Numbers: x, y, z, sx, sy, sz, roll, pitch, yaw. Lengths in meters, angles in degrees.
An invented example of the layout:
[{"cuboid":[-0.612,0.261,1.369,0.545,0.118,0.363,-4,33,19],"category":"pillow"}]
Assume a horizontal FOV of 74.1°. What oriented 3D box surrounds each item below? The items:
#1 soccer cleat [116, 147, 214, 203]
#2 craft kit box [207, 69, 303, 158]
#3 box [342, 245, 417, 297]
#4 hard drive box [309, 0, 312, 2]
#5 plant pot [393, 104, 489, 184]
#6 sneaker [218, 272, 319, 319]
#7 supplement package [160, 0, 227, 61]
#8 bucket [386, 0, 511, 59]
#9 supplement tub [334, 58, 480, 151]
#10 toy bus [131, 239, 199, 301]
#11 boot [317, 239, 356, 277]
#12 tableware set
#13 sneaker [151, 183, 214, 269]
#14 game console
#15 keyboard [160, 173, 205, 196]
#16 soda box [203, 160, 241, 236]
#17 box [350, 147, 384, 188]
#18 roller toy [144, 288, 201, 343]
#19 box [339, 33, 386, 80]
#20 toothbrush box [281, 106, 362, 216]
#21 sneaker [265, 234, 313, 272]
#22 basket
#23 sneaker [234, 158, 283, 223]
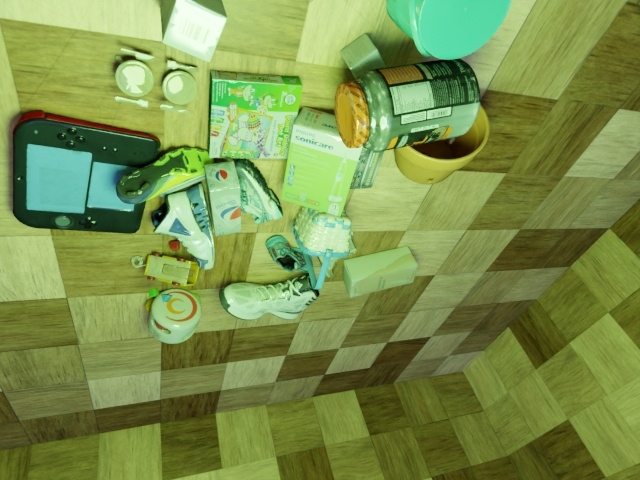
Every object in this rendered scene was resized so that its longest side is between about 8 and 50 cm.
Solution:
[{"cuboid":[-0.453,-0.191,1.241,0.289,0.093,0.121,-29,180,-23],"category":"soccer cleat"},{"cuboid":[-0.193,-0.349,1.215,0.246,0.061,0.250,-6,139,-21],"category":"craft kit box"},{"cuboid":[0.265,0.141,1.921,0.311,0.121,0.148,-13,141,-9],"category":"box"},{"cuboid":[-0.038,-0.667,0.886,0.181,0.089,0.232,-39,137,20],"category":"hard drive box"},{"cuboid":[0.351,-0.314,1.338,0.290,0.291,0.203,-14,158,-8],"category":"plant pot"},{"cuboid":[-0.183,0.202,1.757,0.257,0.169,0.447,-40,146,29],"category":"sneaker"},{"cuboid":[-0.277,-0.489,0.914,0.105,0.179,0.105,11,132,-33],"category":"supplement package"},{"cuboid":[0.312,-0.599,1.040,0.281,0.183,0.281,-12,140,-10],"category":"bucket"},{"cuboid":[0.221,-0.351,1.113,0.337,0.207,0.207,-13,140,-13],"category":"supplement tub"},{"cuboid":[-0.543,0.105,1.539,0.191,0.202,0.104,-33,170,5],"category":"toy bus"},{"cuboid":[0.074,0.064,1.788,0.165,0.077,0.213,-22,138,-1],"category":"boot"},{"cuboid":[-0.413,-0.400,1.072,0.194,0.039,0.128,2,124,-33],"category":"tableware set"},{"cuboid":[-0.456,-0.045,1.410,0.182,0.127,0.316,-7,132,-10],"category":"sneaker"},{"cuboid":[-0.669,-0.168,1.212,0.341,0.060,0.387,8,134,-30],"category":"game console"},{"cuboid":[-0.392,-0.187,1.310,0.256,0.014,0.072,-23,-176,2],"category":"keyboard"},{"cuboid":[-0.303,-0.122,1.332,0.091,0.098,0.286,-12,156,-16],"category":"soda box"},{"cuboid":[0.112,-0.276,1.426,0.183,0.056,0.231,-5,139,-18],"category":"box"},{"cuboid":[-0.583,0.304,1.686,0.209,0.191,0.146,6,135,-29],"category":"roller toy"},{"cuboid":[0.121,-0.481,1.158,0.087,0.102,0.101,-30,141,15],"category":"box"},{"cuboid":[0.006,-0.238,1.315,0.206,0.122,0.283,16,136,1],"category":"toothbrush box"},{"cuboid":[-0.119,0.088,1.691,0.104,0.125,0.262,-36,138,19],"category":"sneaker"},{"cuboid":[0.000,0.000,1.543,0.201,0.255,0.289,9,123,-22],"category":"basket"},{"cuboid":[-0.224,-0.143,1.391,0.122,0.110,0.283,-25,141,5],"category":"sneaker"}]
